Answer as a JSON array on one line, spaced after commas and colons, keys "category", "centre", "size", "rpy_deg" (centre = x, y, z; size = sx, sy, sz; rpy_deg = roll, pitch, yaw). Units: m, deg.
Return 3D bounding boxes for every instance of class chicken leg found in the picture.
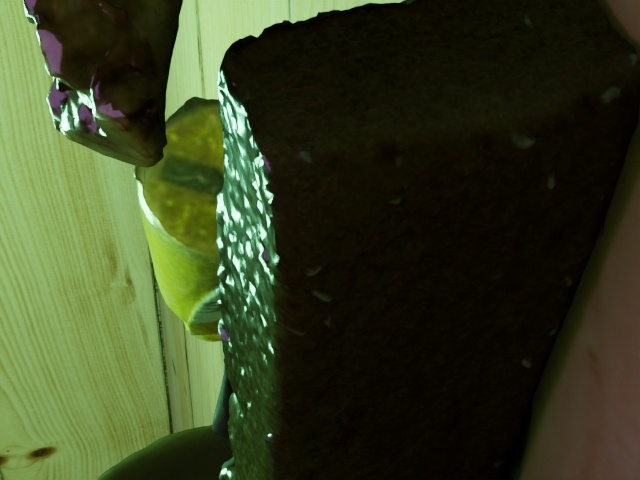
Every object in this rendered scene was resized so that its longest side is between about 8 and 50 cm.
[{"category": "chicken leg", "centre": [-0.032, -0.233, 0.434], "size": [0.295, 0.181, 0.410], "rpy_deg": [-138, 61, -77]}]

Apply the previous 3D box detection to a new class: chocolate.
[{"category": "chocolate", "centre": [-0.100, 0.018, 1.126], "size": [0.445, 0.162, 0.162], "rpy_deg": [104, 154, -68]}]

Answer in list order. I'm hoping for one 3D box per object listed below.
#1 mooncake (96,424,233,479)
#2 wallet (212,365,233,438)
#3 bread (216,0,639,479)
[{"category": "mooncake", "centre": [-0.064, 0.298, 0.827], "size": [0.156, 0.284, 0.284], "rpy_deg": [96, 160, -45]}, {"category": "wallet", "centre": [0.000, 0.000, 0.648], "size": [0.049, 0.182, 0.229], "rpy_deg": [30, 137, 22]}, {"category": "bread", "centre": [0.028, 0.064, 0.548], "size": [0.417, 0.165, 0.113], "rpy_deg": [97, 154, -47]}]
